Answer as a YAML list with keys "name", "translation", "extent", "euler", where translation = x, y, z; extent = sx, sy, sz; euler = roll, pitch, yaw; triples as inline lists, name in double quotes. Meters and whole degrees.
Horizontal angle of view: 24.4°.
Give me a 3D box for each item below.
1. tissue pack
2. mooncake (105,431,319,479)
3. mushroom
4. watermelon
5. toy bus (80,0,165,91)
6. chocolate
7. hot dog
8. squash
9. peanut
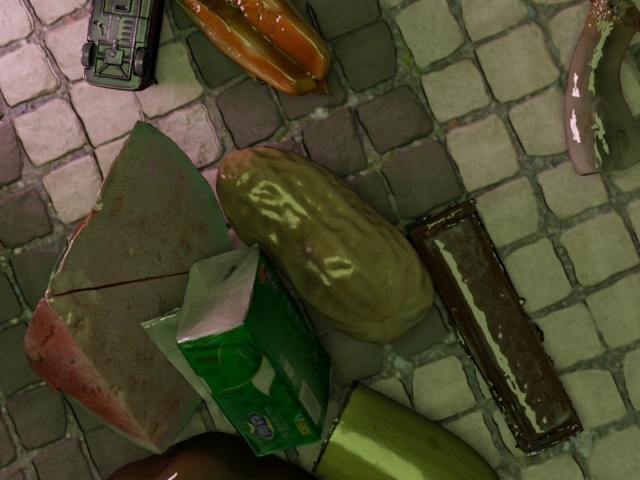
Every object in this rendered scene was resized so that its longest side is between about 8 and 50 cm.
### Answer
- name: "tissue pack"
  translation: [-0.099, 0.138, 1.772]
  extent: [0.156, 0.148, 0.209]
  euler: [-16, 127, 22]
- name: "mooncake"
  translation: [-0.137, 0.431, 1.812]
  extent: [0.378, 0.201, 0.378]
  euler: [0, 93, 7]
- name: "mushroom"
  translation: [0.339, -0.189, 1.778]
  extent: [0.092, 0.081, 0.223]
  euler: [1, 91, 26]
- name: "watermelon"
  translation: [-0.263, 0.049, 1.828]
  extent: [0.222, 0.319, 0.292]
  euler: [9, 59, 43]
- name: "toy bus"
  translation: [-0.239, -0.275, 1.849]
  extent: [0.087, 0.098, 0.178]
  euler: [9, 91, 7]
- name: "chocolate"
  translation: [0.213, 0.107, 1.816]
  extent: [0.102, 0.065, 0.329]
  euler: [-28, 87, 9]
- name: "hot dog"
  translation: [-0.085, -0.273, 1.839]
  extent: [0.269, 0.072, 0.109]
  euler: [45, 99, 6]
- name: "squash"
  translation: [0.120, 0.282, 1.807]
  extent: [0.247, 0.132, 0.132]
  euler: [28, 96, 4]
- name: "peanut"
  translation: [0.000, 0.000, 1.801]
  extent: [0.313, 0.152, 0.152]
  euler: [45, 98, 6]
